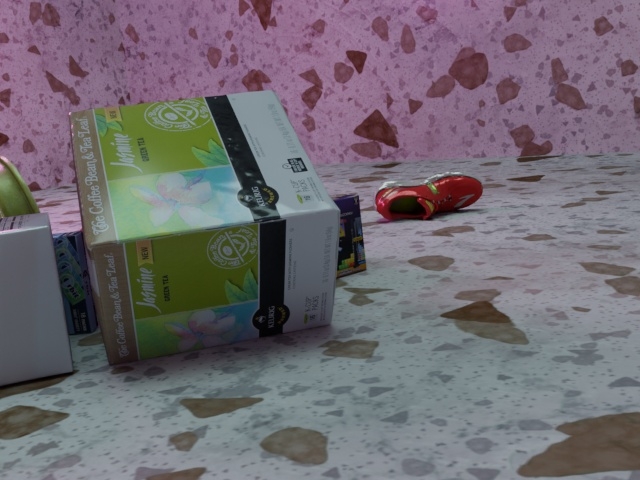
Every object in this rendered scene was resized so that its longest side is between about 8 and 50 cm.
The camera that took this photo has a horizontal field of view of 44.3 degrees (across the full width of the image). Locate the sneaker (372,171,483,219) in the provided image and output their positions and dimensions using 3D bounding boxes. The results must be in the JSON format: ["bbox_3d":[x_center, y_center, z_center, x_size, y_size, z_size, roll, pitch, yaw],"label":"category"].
[{"bbox_3d":[0.270,-0.093,1.942,0.279,0.107,0.118,-9,29,-2],"label":"sneaker"}]

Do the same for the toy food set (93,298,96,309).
[{"bbox_3d":[-0.356,0.107,1.298,0.078,0.019,0.122,-11,-6,0],"label":"toy food set"}]

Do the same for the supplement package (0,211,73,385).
[{"bbox_3d":[-0.485,0.084,1.058,0.263,0.199,0.198,-9,11,-18],"label":"supplement package"}]

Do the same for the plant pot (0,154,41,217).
[{"bbox_3d":[-0.675,0.009,1.491,0.254,0.276,0.276,-26,20,-30],"label":"plant pot"}]

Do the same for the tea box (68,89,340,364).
[{"bbox_3d":[-0.178,-0.034,1.142,0.323,0.220,0.329,-10,41,-15],"label":"tea box"}]

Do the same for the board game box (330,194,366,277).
[{"bbox_3d":[0.000,0.000,1.402,0.170,0.141,0.048,-15,14,-37],"label":"board game box"}]

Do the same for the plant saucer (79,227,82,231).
[{"bbox_3d":[-0.491,-0.040,2.125,0.259,0.047,0.258,4,14,38],"label":"plant saucer"}]

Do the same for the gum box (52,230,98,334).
[{"bbox_3d":[-0.451,0.072,1.218,0.184,0.157,0.041,-5,11,1],"label":"gum box"}]

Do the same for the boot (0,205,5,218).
[{"bbox_3d":[-0.489,0.011,1.376,0.203,0.262,0.095,-10,-26,-28],"label":"boot"}]
